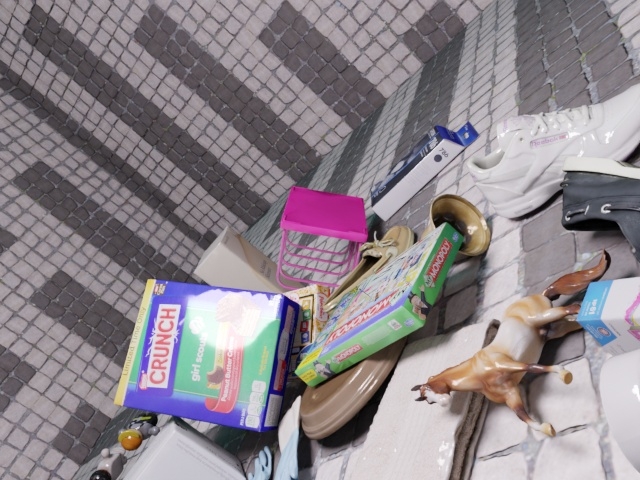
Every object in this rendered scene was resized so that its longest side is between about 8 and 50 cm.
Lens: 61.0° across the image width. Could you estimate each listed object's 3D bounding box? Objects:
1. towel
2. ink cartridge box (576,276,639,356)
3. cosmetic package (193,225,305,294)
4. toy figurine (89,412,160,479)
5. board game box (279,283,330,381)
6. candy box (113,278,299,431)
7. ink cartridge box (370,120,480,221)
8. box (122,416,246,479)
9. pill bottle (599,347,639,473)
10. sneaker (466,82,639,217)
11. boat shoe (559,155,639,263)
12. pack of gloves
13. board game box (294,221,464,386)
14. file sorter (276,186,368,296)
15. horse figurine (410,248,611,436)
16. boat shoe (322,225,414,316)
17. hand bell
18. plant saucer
[{"bbox_3d":[0.141,0.237,0.741,0.187,0.049,0.282,-30,23,50],"label":"towel"},{"bbox_3d":[0.326,0.078,0.511,0.052,0.088,0.122,-56,16,-26],"label":"ink cartridge box"},{"bbox_3d":[-0.171,0.115,1.451,0.113,0.309,0.160,-46,15,12],"label":"cosmetic package"},{"bbox_3d":[-0.418,0.542,1.285,0.213,0.209,0.148,-48,4,8],"label":"toy figurine"},{"bbox_3d":[-0.049,0.203,1.177,0.147,0.045,0.193,-18,59,40],"label":"board game box"},{"bbox_3d":[-0.228,0.230,1.122,0.122,0.317,0.268,52,-136,-66],"label":"candy box"},{"bbox_3d":[0.271,-0.207,1.473,0.333,0.065,0.165,-43,15,19],"label":"ink cartridge box"},{"bbox_3d":[-0.276,0.480,1.075,0.182,0.181,0.119,-52,12,-10],"label":"box"},{"bbox_3d":[0.327,0.099,0.369,0.229,0.131,0.131,-35,20,44],"label":"pill bottle"},{"bbox_3d":[0.372,-0.155,0.856,0.305,0.152,0.114,-37,16,35],"label":"sneaker"},{"bbox_3d":[0.375,-0.020,0.592,0.340,0.127,0.113,-137,59,-68],"label":"boat shoe"},{"bbox_3d":[-0.076,0.421,0.963,0.195,0.046,0.232,-57,9,15],"label":"pack of gloves"},{"bbox_3d":[0.095,0.116,0.930,0.317,0.046,0.213,-42,7,46],"label":"board game box"},{"bbox_3d":[0.000,0.000,1.404,0.290,0.202,0.182,-84,4,-68],"label":"file sorter"},{"bbox_3d":[0.250,0.121,0.640,0.263,0.066,0.174,-44,15,-20],"label":"horse figurine"},{"bbox_3d":[0.111,0.064,1.186,0.285,0.089,0.105,-56,15,-27],"label":"boat shoe"},{"bbox_3d":[0.201,0.028,1.048,0.126,0.126,0.242,-60,6,-38],"label":"hand bell"},{"bbox_3d":[0.052,0.226,0.967,0.278,0.041,0.278,-49,4,5],"label":"plant saucer"}]
